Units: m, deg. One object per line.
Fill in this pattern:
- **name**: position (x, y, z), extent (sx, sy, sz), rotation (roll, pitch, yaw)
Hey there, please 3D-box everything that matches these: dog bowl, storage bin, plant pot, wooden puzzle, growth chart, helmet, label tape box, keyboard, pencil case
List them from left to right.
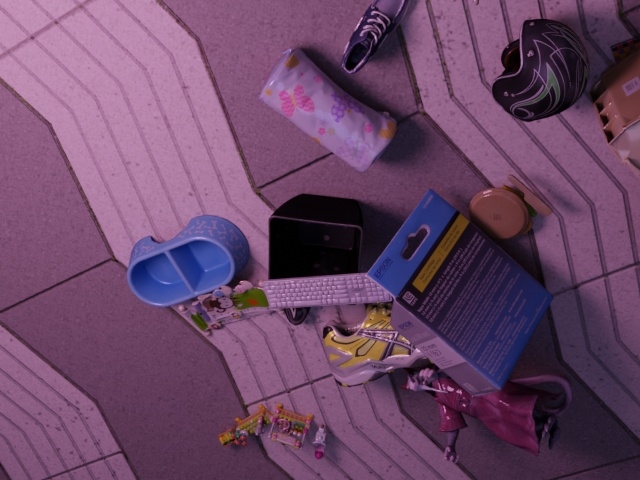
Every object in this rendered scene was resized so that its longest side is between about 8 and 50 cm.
- **dog bowl**: position (-0.303, 0.054, 1.975), extent (0.297, 0.074, 0.166), rotation (-20, 115, 21)
- **growth chart**: position (-0.201, 0.150, 2.005), extent (0.237, 0.021, 0.172), rotation (-16, 145, 19)
- **plant pot**: position (0.000, 0.000, 1.828), extent (0.187, 0.167, 0.188), rotation (6, 122, 7)
- **keyboard**: position (0.013, 0.102, 1.780), extent (0.255, 0.014, 0.072), rotation (-5, 119, 14)
- **pencil case**: position (0.015, -0.250, 1.707), extent (0.273, 0.113, 0.124), rotation (34, 111, -10)
- **label tape box**: position (0.266, 0.105, 1.780), extent (0.347, 0.249, 0.115), rotation (40, 153, -5)
- **helmet**: position (0.394, -0.306, 1.571), extent (0.169, 0.169, 0.161), rotation (38, 136, -12)
- **wooden puzzle**: position (0.559, -0.339, 1.608), extent (0.083, 0.006, 0.049), rotation (-18, 116, 20)
- **storage bin**: position (0.607, -0.248, 1.496), extent (0.260, 0.262, 0.123), rotation (-35, 110, 25)

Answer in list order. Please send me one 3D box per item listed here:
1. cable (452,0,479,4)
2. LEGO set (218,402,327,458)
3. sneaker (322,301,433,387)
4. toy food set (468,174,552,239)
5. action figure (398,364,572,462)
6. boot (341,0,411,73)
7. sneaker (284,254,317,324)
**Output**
- **cable**: position (0.276, -0.550, 1.498), extent (0.139, 0.072, 0.287), rotation (-3, 120, 14)
- **LEGO set**: position (-0.129, 0.484, 2.178), extent (0.286, 0.107, 0.132), rotation (0, 120, 11)
- **sneaker**: position (0.176, 0.195, 1.929), extent (0.384, 0.145, 0.147), rotation (-24, 102, 16)
- **toy food set**: position (0.367, -0.055, 1.805), extent (0.132, 0.038, 0.192), rotation (42, 130, -8)
- **action figure**: position (0.349, 0.331, 1.966), extent (0.370, 0.276, 0.248), rotation (18, 131, 26)
- **boot**: position (0.104, -0.389, 1.621), extent (0.069, 0.086, 0.190), rotation (30, 122, -7)
- **sneaker**: position (-0.045, 0.117, 1.957), extent (0.067, 0.078, 0.188), rotation (18, 127, -1)
